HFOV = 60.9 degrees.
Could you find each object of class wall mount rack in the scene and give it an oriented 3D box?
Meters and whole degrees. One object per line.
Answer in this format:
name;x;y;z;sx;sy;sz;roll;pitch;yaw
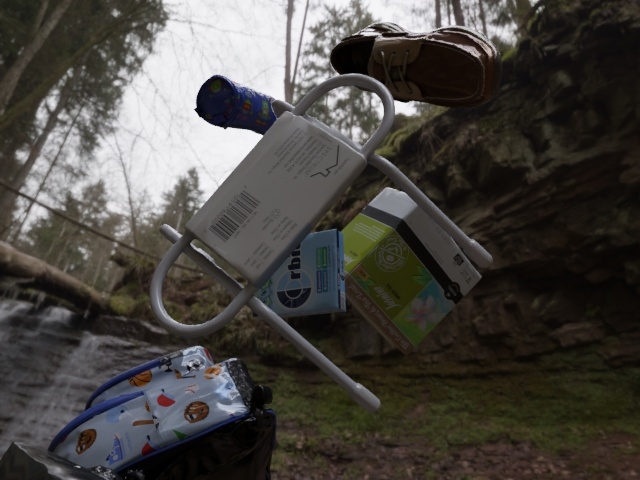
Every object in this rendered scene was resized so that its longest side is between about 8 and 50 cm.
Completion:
wall mount rack;0.000;0.000;0.600;0.304;0.350;0.130;36;-10;25

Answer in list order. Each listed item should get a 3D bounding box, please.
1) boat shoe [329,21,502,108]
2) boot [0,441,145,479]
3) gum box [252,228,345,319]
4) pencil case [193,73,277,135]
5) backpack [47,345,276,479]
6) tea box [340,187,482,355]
boat shoe;0.129;-0.259;0.829;0.117;0.324;0.123;-22;-60;-24
boot;-0.058;0.305;0.397;0.445;0.146;0.367;-17;-66;43
gum box;-0.044;0.069;1.071;0.185;0.156;0.041;-9;-20;22
pencil case;-0.213;-0.354;1.469;0.120;0.133;0.306;-3;4;19
backpack;-0.204;0.280;0.691;0.264;0.213;0.276;-19;-52;-32
tea box;0.217;0.083;1.560;0.323;0.220;0.329;-45;-65;-4
